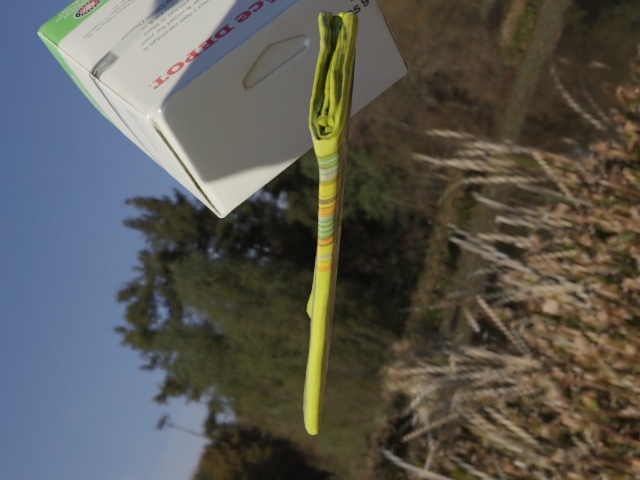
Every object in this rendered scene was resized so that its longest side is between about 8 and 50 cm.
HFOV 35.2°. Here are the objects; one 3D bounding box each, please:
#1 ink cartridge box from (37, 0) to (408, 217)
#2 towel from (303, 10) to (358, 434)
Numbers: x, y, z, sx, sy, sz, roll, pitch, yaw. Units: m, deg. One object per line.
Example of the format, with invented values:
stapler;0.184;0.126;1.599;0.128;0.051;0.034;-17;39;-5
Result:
ink cartridge box;-0.095;-0.170;0.889;0.211;0.289;0.121;-39;-52;-9
towel;0.000;0.000;0.555;0.237;0.021;0.102;93;-176;-46
